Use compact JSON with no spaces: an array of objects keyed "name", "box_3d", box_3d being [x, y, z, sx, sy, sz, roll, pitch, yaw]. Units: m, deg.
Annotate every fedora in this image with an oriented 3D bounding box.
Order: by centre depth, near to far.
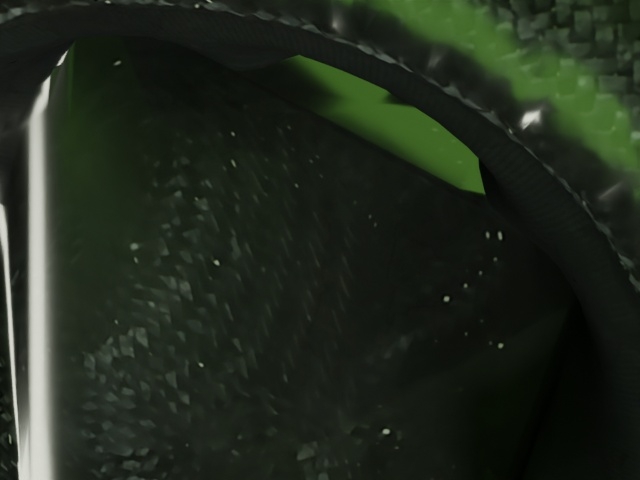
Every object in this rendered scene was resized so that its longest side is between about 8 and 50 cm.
[{"name":"fedora","box_3d":[-0.012,0.029,0.456,0.334,0.152,0.334,8,122,13]}]
